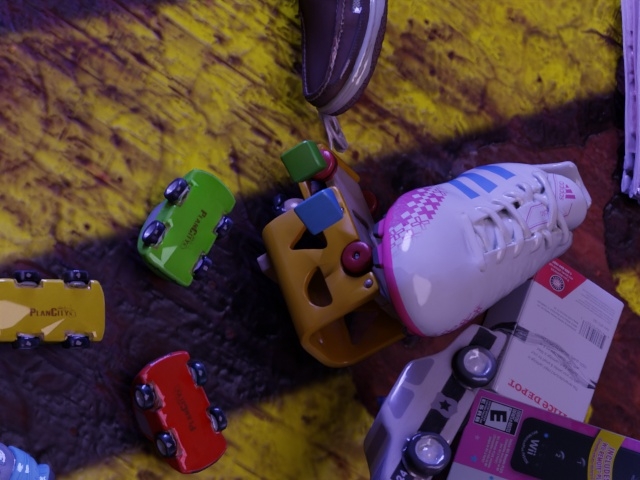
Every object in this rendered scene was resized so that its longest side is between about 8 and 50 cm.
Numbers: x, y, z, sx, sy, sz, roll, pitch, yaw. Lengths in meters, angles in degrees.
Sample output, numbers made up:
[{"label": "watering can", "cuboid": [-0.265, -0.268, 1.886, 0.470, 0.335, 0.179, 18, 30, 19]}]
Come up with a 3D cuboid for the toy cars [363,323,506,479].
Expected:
[{"label": "toy cars", "cuboid": [0.025, 0.234, 1.465, 0.087, 0.176, 0.394, 29, 96, 6]}]

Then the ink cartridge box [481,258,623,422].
[{"label": "ink cartridge box", "cuboid": [0.205, 0.102, 1.676, 0.109, 0.063, 0.150, 34, 67, -25]}]

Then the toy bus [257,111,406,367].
[{"label": "toy bus", "cuboid": [0.001, 0.007, 1.533, 0.104, 0.202, 0.191, -30, 101, 13]}]

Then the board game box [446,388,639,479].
[{"label": "board game box", "cuboid": [0.243, 0.283, 1.559, 0.303, 0.097, 0.224, 18, 67, 6]}]

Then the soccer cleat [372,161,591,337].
[{"label": "soccer cleat", "cuboid": [0.146, -0.012, 1.529, 0.116, 0.143, 0.331, 68, 21, -7]}]

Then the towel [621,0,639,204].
[{"label": "towel", "cuboid": [0.446, -0.175, 1.880, 0.331, 0.053, 0.317, 8, 79, -31]}]

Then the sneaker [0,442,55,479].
[{"label": "sneaker", "cuboid": [-0.309, 0.252, 1.321, 0.125, 0.104, 0.262, 33, 61, -6]}]

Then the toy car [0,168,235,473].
[{"label": "toy car", "cuboid": [-0.141, 0.044, 1.469, 0.239, 0.053, 0.225, 39, 64, -23]}]

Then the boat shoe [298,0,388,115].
[{"label": "boat shoe", "cuboid": [0.002, -0.232, 1.583, 0.095, 0.095, 0.258, 21, 59, -25]}]
